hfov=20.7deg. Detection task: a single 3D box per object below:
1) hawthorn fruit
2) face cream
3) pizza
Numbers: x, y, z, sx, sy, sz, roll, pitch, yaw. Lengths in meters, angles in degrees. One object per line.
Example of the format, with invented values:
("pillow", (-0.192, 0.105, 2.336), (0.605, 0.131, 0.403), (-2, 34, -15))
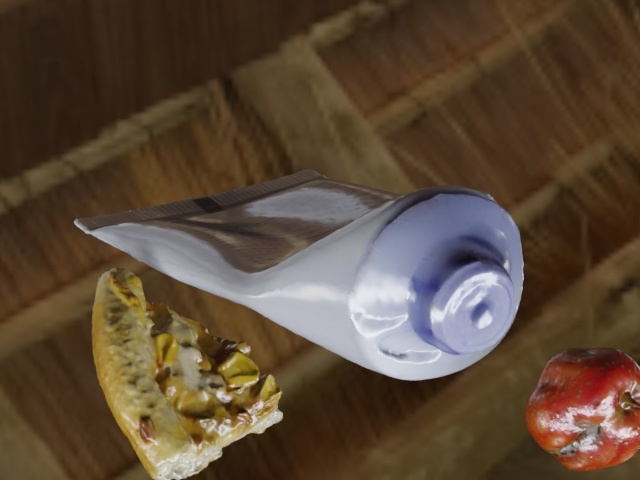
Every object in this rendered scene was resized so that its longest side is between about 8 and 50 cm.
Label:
("hawthorn fruit", (0.189, 0.115, 1.213), (0.093, 0.093, 0.093), (-2, -151, 1))
("face cream", (0.000, 0.000, 1.350), (0.235, 0.137, 0.420), (-15, -160, -28))
("pizza", (-0.096, 0.109, 1.325), (0.161, 0.062, 0.182), (21, -145, -26))
